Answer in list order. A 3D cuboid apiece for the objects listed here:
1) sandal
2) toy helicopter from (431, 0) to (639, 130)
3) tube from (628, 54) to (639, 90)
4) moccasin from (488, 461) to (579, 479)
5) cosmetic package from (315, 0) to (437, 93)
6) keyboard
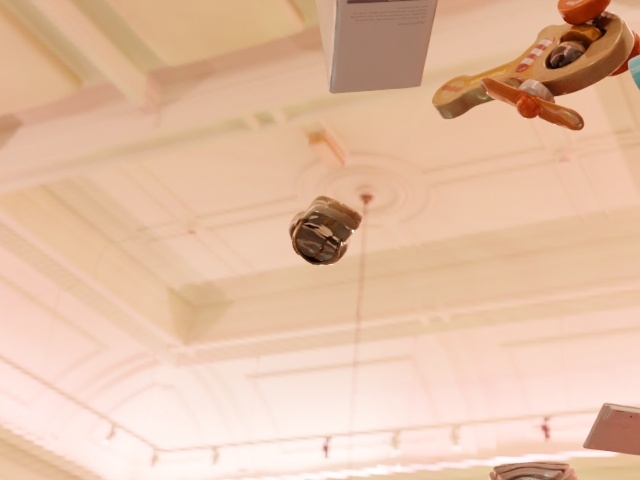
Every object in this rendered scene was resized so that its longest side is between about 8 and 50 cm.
[{"bbox_3d":[0.000,0.000,1.143,0.072,0.049,0.180,24,-16,-4],"label":"sandal"},{"bbox_3d":[0.323,-0.252,1.672,0.355,0.235,0.140,-15,-52,40],"label":"toy helicopter"},{"bbox_3d":[0.452,-0.226,1.190,0.207,0.052,0.080,-25,-17,30],"label":"tube"},{"bbox_3d":[0.310,0.407,1.581,0.139,0.147,0.380,-2,-15,3],"label":"moccasin"},{"bbox_3d":[0.068,-0.354,1.412,0.138,0.224,0.225,-4,-28,-6],"label":"cosmetic package"},{"bbox_3d":[0.462,0.255,1.368,0.255,0.014,0.072,11,-59,-18],"label":"keyboard"}]
